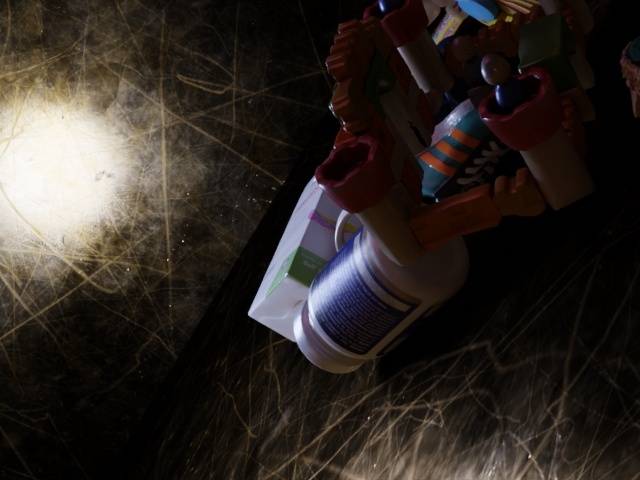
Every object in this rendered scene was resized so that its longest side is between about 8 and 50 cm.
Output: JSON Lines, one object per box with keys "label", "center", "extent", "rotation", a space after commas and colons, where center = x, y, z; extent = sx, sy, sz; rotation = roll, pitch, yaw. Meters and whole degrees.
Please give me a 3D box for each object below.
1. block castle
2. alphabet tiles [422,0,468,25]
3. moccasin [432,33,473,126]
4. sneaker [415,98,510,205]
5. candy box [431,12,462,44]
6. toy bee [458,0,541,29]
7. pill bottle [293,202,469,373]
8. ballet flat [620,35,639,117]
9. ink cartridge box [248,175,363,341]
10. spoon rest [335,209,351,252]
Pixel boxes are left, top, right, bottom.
{"label": "block castle", "center": [0.169, -0.208, 1.381], "extent": [0.303, 0.213, 0.453], "rotation": [-20, 33, 28]}
{"label": "alphabet tiles", "center": [0.258, -0.544, 2.171], "extent": [0.284, 0.278, 0.021], "rotation": [-45, 53, 20]}
{"label": "moccasin", "center": [0.201, -0.167, 1.778], "extent": [0.117, 0.138, 0.342], "rotation": [175, 112, -73]}
{"label": "sneaker", "center": [0.212, -0.116, 1.611], "extent": [0.302, 0.108, 0.121], "rotation": [-34, 68, 35]}
{"label": "candy box", "center": [0.290, -0.486, 2.478], "extent": [0.206, 0.027, 0.105], "rotation": [-57, 13, 14]}
{"label": "toy bee", "center": [0.312, -0.419, 1.912], "extent": [0.195, 0.162, 0.298], "rotation": [-51, 37, 11]}
{"label": "pill bottle", "center": [0.075, 0.072, 1.539], "extent": [0.264, 0.153, 0.153], "rotation": [-48, 15, 46]}
{"label": "ballet flat", "center": [0.339, -0.142, 1.100], "extent": [0.241, 0.091, 0.077], "rotation": [-73, -6, -66]}
{"label": "ink cartridge box", "center": [0.000, 0.000, 2.211], "extent": [0.207, 0.119, 0.353], "rotation": [-47, 17, 53]}
{"label": "spoon rest", "center": [0.107, -0.076, 2.017], "extent": [0.276, 0.084, 0.137], "rotation": [-56, 10, 20]}
